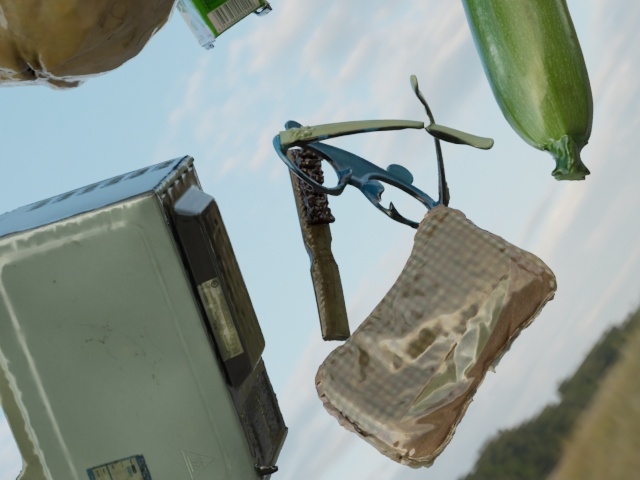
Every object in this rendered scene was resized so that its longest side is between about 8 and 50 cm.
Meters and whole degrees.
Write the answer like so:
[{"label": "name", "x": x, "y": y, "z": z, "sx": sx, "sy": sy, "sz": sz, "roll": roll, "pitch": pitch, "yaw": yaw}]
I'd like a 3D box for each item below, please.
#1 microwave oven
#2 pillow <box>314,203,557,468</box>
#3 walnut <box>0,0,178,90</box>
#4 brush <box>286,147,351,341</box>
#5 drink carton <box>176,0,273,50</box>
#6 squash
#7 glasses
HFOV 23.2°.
[{"label": "microwave oven", "x": -0.213, "y": 0.117, "z": 1.747, "sx": 0.286, "sy": 0.355, "sz": 0.218, "roll": -17, "pitch": 12, "yaw": 12}, {"label": "pillow", "x": 0.095, "y": 0.081, "z": 1.310, "sx": 0.211, "sy": 0.135, "sz": 0.034, "roll": -55, "pitch": -19, "yaw": -7}, {"label": "walnut", "x": -0.333, "y": -0.353, "z": 1.858, "sx": 0.381, "sy": 0.381, "sz": 0.381, "roll": -51, "pitch": -14, "yaw": -17}, {"label": "brush", "x": 0.000, "y": 0.000, "z": 1.843, "sx": 0.043, "sy": 0.248, "sz": 0.036, "roll": -2, "pitch": -22, "yaw": -20}, {"label": "drink carton", "x": -0.199, "y": -0.435, "z": 2.399, "sx": 0.108, "sy": 0.271, "sz": 0.161, "roll": -34, "pitch": 11, "yaw": -10}, {"label": "squash", "x": 0.199, "y": -0.242, "z": 1.587, "sx": 0.107, "sy": 0.395, "sz": 0.107, "roll": -12, "pitch": -17, "yaw": -4}, {"label": "glasses", "x": 0.079, "y": -0.091, "z": 1.718, "sx": 0.207, "sy": 0.239, "sz": 0.102, "roll": -26, "pitch": 50, "yaw": 54}]
